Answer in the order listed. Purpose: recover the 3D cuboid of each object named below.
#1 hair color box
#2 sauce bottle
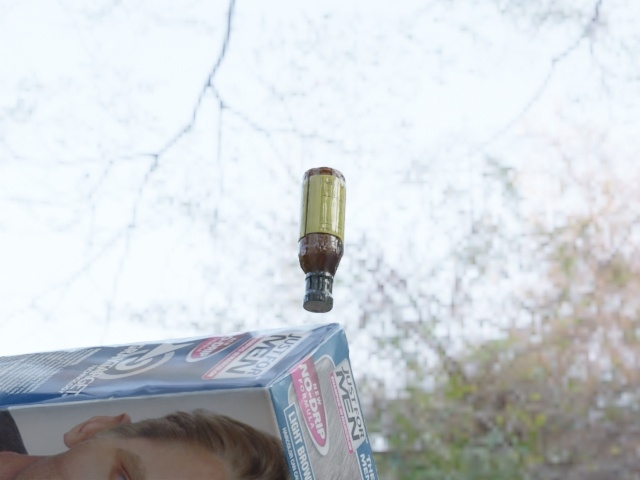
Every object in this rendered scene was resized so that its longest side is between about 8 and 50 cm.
[{"bbox_3d":[-0.139,0.160,1.020,0.347,0.173,0.105,-8,14,27],"label":"hair color box"},{"bbox_3d":[0.000,0.000,1.437,0.042,0.128,0.042,4,-25,2],"label":"sauce bottle"}]
